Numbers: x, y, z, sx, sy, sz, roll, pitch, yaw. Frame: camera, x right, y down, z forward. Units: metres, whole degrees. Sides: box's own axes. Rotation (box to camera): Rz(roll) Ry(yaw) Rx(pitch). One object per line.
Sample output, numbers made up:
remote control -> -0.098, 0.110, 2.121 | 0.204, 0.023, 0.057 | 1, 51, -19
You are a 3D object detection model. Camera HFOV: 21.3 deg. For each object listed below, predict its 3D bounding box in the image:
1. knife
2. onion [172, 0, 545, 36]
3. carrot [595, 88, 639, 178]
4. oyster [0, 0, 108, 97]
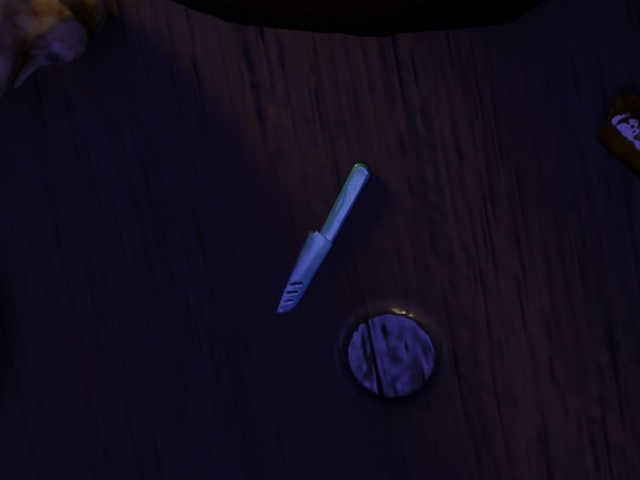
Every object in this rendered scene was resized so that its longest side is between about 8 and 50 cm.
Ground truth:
knife -> 0.000, 0.000, 0.854 | 0.014, 0.005, 0.091 | 29, 107, 3
onion -> 0.024, -0.271, 0.659 | 0.348, 0.348, 0.385 | -4, 64, 13
carrot -> 0.198, -0.007, 0.795 | 0.171, 0.042, 0.042 | 40, 107, 4
oyster -> -0.281, -0.098, 0.802 | 0.341, 0.166, 0.110 | 4, 130, 10
